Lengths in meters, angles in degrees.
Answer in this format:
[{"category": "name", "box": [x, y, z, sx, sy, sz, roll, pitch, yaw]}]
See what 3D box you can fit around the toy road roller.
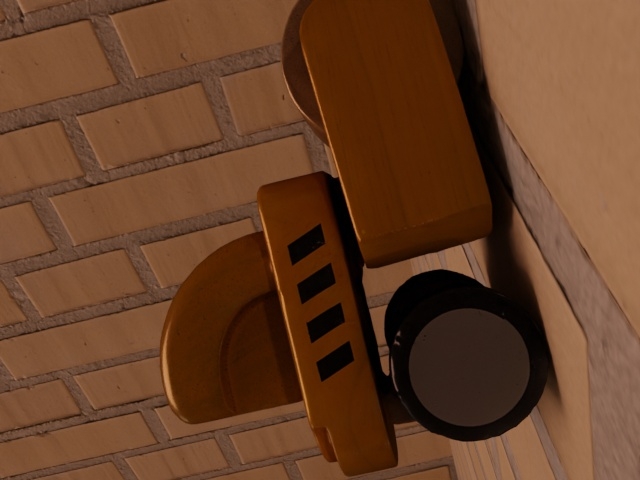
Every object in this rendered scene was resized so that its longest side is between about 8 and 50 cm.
[{"category": "toy road roller", "box": [0.000, 0.000, 0.526, 0.202, 0.241, 0.329, -12, -92, -86]}]
